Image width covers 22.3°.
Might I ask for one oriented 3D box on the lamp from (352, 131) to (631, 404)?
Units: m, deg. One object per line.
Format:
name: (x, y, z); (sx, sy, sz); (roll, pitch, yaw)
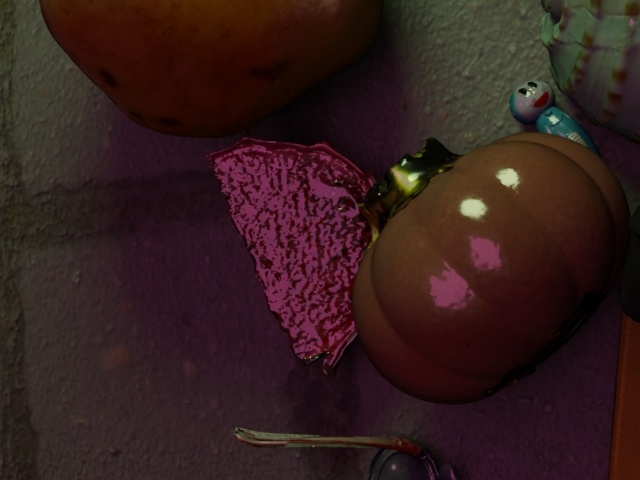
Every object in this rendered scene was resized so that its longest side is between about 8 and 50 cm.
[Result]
lamp: (0.153, 0.015, 1.581); (0.239, 0.305, 0.305); (46, 104, 10)

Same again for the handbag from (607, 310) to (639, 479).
handbag: (0.483, 0.174, 1.543); (0.401, 0.133, 0.283); (9, 96, 22)

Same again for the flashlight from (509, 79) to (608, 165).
flashlight: (0.249, -0.114, 1.690); (0.051, 0.051, 0.129); (-45, 80, 14)

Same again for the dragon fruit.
dragon fruit: (0.006, -0.003, 1.745); (0.161, 0.126, 0.274); (-25, 88, 9)

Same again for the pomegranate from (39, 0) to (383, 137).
pomegranate: (-0.127, -0.297, 1.699); (0.410, 0.410, 0.410); (-1, 87, 22)

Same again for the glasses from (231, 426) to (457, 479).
glasses: (-0.001, 0.307, 1.656); (0.118, 0.268, 0.234); (30, 101, 39)

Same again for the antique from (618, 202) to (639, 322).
antique: (0.410, -0.076, 1.437); (0.185, 0.322, 0.255); (33, 141, 47)

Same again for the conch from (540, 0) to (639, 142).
conch: (0.348, -0.231, 1.571); (0.319, 0.215, 0.302); (10, 102, 23)
